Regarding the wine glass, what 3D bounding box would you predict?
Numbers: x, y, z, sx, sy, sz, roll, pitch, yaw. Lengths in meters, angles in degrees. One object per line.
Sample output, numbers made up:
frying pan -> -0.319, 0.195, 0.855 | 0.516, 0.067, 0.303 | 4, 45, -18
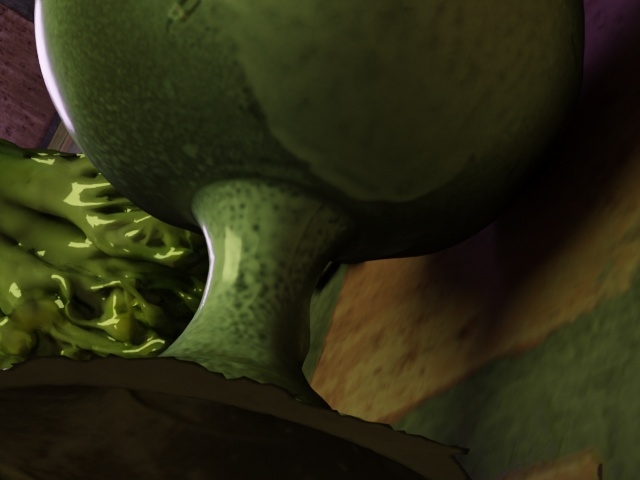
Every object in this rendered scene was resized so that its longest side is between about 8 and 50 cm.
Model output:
wine glass -> -0.012, -0.050, 0.554 | 0.238, 0.238, 0.323 | -38, 37, 55

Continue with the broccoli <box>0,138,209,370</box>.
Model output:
broccoli -> -0.175, 0.013, 0.924 | 0.288, 0.245, 0.248 | -64, 24, 8
